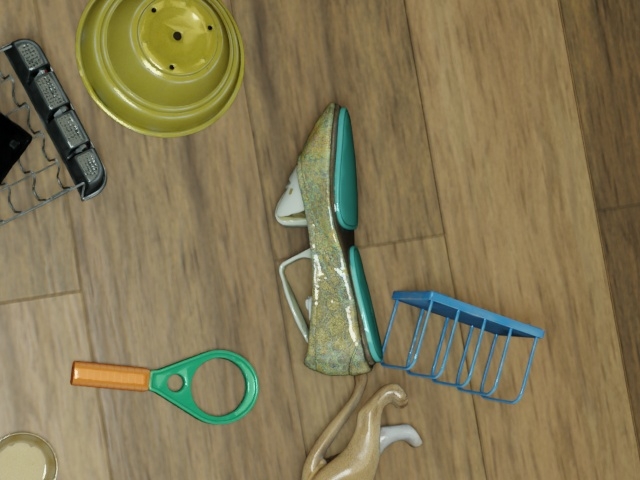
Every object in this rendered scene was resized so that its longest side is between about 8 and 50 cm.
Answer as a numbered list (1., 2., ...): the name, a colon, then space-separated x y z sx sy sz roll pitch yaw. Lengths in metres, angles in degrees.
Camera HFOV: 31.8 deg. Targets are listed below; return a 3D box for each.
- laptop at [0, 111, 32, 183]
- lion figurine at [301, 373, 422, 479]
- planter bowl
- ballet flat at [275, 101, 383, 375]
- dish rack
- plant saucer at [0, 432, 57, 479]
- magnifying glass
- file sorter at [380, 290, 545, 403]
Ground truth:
1. laptop: -0.491 -0.100 1.184 0.234 0.136 0.264 -56 138 -5
2. lion figurine: 0.077 0.369 1.406 0.240 0.142 0.392 -35 83 -13
3. planter bowl: -0.184 -0.241 1.377 0.217 0.090 0.217 3 83 -21
4. ballet flat: 0.000 0.000 1.420 0.123 0.123 0.348 -5 84 -22
5. dish rack: -0.401 -0.100 1.291 0.271 0.074 0.208 -29 94 -20
6. plant saucer: -0.347 0.264 1.299 0.083 0.015 0.083 2 84 -20
7. magnifying glass: -0.187 0.173 1.369 0.231 0.026 0.092 9 82 -22
8. file sorter: 0.179 0.139 1.464 0.170 0.118 0.104 19 82 -18
